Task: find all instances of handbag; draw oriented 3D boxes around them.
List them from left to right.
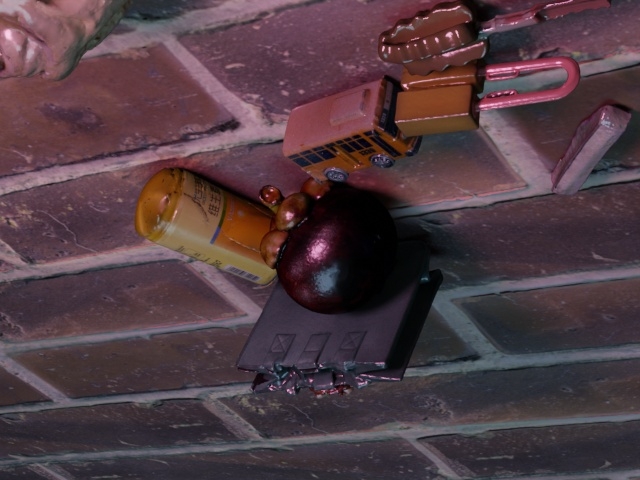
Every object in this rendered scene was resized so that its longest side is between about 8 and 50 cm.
[{"bbox_3d":[0.037,0.126,2.435,0.269,0.274,0.100,-7,130,28],"label":"handbag"}]

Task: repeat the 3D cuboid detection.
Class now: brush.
[{"bbox_3d":[0.212,-0.191,1.991,0.233,0.103,0.047,-4,151,25],"label":"brush"},{"bbox_3d":[0.209,-0.259,1.907,0.301,0.071,0.084,-12,155,36],"label":"brush"}]

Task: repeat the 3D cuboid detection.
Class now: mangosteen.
[{"bbox_3d":[0.000,0.000,2.333,0.230,0.194,0.194,31,149,-5],"label":"mangosteen"}]

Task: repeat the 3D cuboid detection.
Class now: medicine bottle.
[{"bbox_3d":[-0.164,-0.023,2.410,0.239,0.124,0.124,24,149,-23],"label":"medicine bottle"}]

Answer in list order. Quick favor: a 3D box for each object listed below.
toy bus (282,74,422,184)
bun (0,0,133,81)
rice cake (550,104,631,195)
[{"bbox_3d":[0.044,-0.150,2.139,0.182,0.091,0.103,-14,143,41],"label":"toy bus"},{"bbox_3d":[-0.385,-0.311,1.878,0.360,0.211,0.359,8,150,5],"label":"bun"},{"bbox_3d":[0.359,-0.119,2.134,0.047,0.036,0.206,4,153,-11],"label":"rice cake"}]
